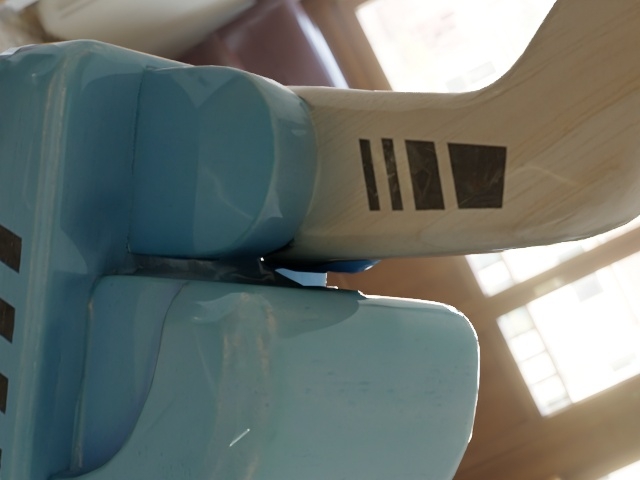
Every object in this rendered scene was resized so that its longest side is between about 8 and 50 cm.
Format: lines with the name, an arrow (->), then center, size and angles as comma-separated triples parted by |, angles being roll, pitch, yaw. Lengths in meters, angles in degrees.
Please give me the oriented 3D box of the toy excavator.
toy excavator -> 0.000, 0.000, 0.552 | 0.222, 0.445, 0.433 | 9, 86, -52
